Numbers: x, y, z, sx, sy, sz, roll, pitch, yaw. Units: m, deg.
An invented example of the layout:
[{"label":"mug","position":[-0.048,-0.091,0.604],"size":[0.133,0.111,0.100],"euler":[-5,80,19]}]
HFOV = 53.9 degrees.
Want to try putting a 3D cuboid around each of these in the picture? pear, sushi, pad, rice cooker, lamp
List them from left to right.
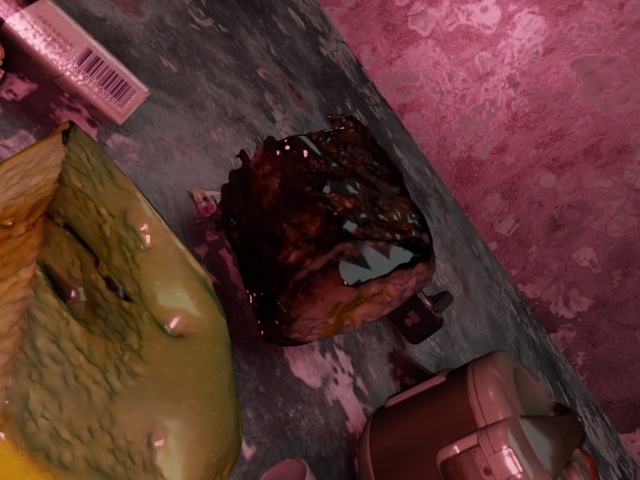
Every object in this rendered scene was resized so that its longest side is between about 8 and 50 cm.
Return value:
[{"label":"pear","position":[-0.205,0.125,0.530],"size":[0.318,0.238,0.342],"euler":[54,13,-38]},{"label":"sushi","position":[0.000,-0.002,0.994],"size":[0.281,0.299,0.294],"euler":[-6,60,-44]},{"label":"lamp","position":[0.231,0.125,1.540],"size":[0.203,0.124,0.283],"euler":[49,19,8]},{"label":"pad","position":[0.309,0.335,1.332],"size":[0.284,0.018,0.286],"euler":[38,-8,-38]},{"label":"rice cooker","position":[0.258,0.356,1.003],"size":[0.335,0.325,0.335],"euler":[44,25,-28]}]

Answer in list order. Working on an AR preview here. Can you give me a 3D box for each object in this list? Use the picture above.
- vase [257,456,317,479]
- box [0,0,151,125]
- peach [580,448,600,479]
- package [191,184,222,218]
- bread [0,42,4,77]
[{"label":"vase","position":[0.009,0.380,0.780],"size":[0.219,0.096,0.096],"euler":[53,22,-16]},{"label":"box","position":[-0.357,-0.265,0.832],"size":[0.259,0.071,0.168],"euler":[45,-11,-29]},{"label":"peach","position":[0.503,0.542,1.433],"size":[0.235,0.214,0.214],"euler":[29,30,-15]},{"label":"package","position":[-0.181,-0.066,1.071],"size":[0.083,0.029,0.059],"euler":[-14,79,-55]},{"label":"bread","position":[-0.431,-0.241,0.725],"size":[0.106,0.082,0.125],"euler":[61,20,17]}]
